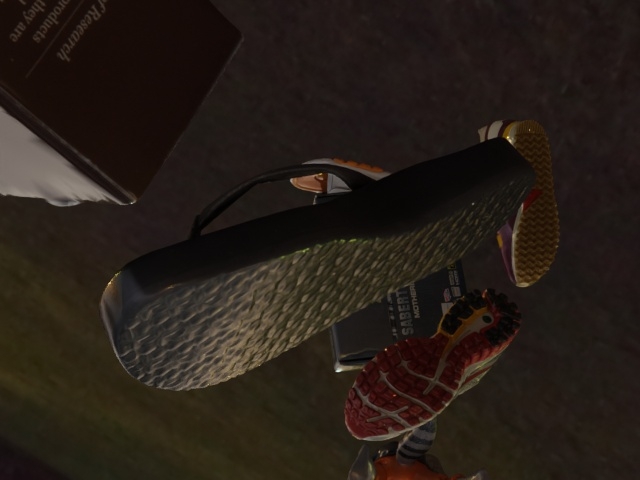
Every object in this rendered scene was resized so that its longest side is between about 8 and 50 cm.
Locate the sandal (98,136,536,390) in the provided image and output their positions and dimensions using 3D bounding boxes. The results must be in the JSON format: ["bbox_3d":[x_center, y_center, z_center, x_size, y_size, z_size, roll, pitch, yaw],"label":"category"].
[{"bbox_3d":[0.000,0.000,0.484,0.054,0.254,0.097,50,131,19],"label":"sandal"}]

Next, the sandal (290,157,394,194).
[{"bbox_3d":[0.081,-0.064,1.621,0.265,0.076,0.102,9,159,3],"label":"sandal"}]

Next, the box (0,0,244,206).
[{"bbox_3d":[-0.245,-0.183,0.578,0.191,0.143,0.381,6,147,50],"label":"box"}]

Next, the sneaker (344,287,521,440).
[{"bbox_3d":[0.120,0.144,1.105,0.088,0.225,0.092,47,151,26],"label":"sneaker"}]

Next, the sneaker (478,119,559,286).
[{"bbox_3d":[0.214,-0.042,1.178,0.070,0.185,0.084,-5,-174,-32],"label":"sneaker"}]

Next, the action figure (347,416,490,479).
[{"bbox_3d":[0.167,0.354,1.562,0.341,0.178,0.330,0,166,-7],"label":"action figure"}]

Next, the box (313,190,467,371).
[{"bbox_3d":[0.093,0.047,1.383,0.183,0.232,0.059,-5,161,-7],"label":"box"}]
